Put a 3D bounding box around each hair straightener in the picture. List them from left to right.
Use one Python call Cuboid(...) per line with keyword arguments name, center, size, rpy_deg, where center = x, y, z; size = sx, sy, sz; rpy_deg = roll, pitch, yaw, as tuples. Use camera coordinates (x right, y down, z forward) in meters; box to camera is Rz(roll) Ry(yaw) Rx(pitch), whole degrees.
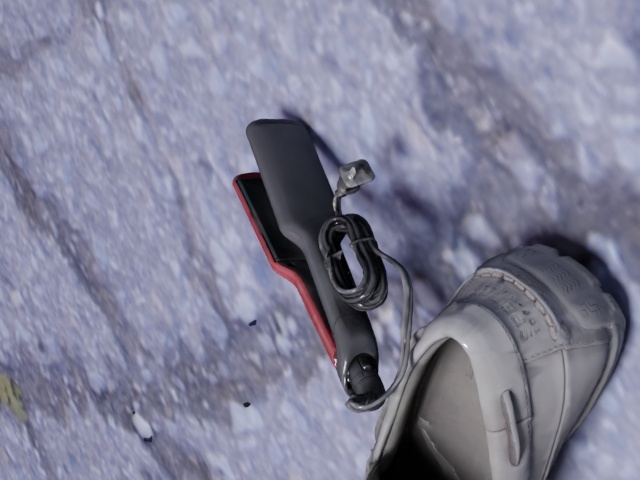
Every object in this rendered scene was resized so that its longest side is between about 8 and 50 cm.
Cuboid(name="hair straightener", center=(0.000, 0.000, 0.698), size=(0.230, 0.047, 0.089), rpy_deg=(-110, 28, -49))

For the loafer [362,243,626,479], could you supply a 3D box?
Cuboid(name="loafer", center=(0.062, 0.142, 0.704), size=(0.112, 0.111, 0.319), rpy_deg=(38, 132, 33))
